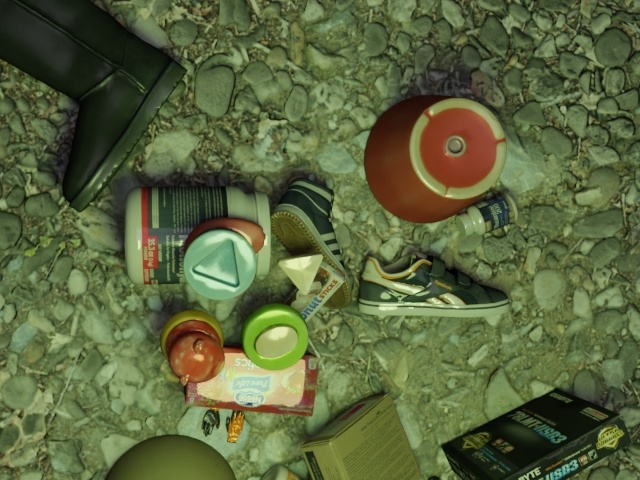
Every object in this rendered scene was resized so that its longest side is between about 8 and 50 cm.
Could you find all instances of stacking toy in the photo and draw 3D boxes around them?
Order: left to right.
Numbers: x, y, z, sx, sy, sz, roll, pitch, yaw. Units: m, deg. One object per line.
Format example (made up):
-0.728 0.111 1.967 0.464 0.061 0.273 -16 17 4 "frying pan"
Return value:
-0.137 0.128 1.659 0.279 0.130 0.309 10 103 -12 "stacking toy"

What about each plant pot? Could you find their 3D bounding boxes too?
-0.290 0.539 1.765 0.284 0.191 0.284 0 91 -10 "plant pot"
0.240 -0.174 1.828 0.274 0.243 0.275 0 89 -9 "plant pot"

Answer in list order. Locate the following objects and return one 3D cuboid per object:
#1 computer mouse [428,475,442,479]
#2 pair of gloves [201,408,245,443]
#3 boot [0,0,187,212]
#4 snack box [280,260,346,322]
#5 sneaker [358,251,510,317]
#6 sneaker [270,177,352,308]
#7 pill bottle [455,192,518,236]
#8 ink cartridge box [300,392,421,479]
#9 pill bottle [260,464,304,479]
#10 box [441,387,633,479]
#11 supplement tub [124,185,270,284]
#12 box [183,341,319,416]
0.178 0.562 1.917 0.192 0.042 0.106 -6 92 -9 "computer mouse"
-0.199 0.374 1.871 0.083 0.010 0.074 17 87 -8 "pair of gloves"
-0.537 -0.319 1.743 0.445 0.146 0.367 35 75 -12 "boot"
-0.022 0.112 1.837 0.064 0.022 0.178 32 128 -10 "snack box"
0.240 0.091 1.886 0.321 0.126 0.128 2 95 -8 "sneaker"
0.000 0.000 1.860 0.099 0.153 0.282 -12 127 26 "sneaker"
0.352 -0.051 1.934 0.120 0.067 0.067 -21 93 -9 "pill bottle"
0.085 0.442 1.815 0.234 0.088 0.193 -25 94 -52 "ink cartridge box"
-0.016 0.587 1.829 0.272 0.152 0.152 36 84 -8 "pill bottle"
0.425 0.412 1.831 0.293 0.295 0.073 -27 96 -8 "box"
-0.241 -0.011 1.773 0.272 0.191 0.191 -1 90 -9 "supplement tub"
-0.140 0.273 1.821 0.256 0.128 0.123 7 88 -10 "box"
